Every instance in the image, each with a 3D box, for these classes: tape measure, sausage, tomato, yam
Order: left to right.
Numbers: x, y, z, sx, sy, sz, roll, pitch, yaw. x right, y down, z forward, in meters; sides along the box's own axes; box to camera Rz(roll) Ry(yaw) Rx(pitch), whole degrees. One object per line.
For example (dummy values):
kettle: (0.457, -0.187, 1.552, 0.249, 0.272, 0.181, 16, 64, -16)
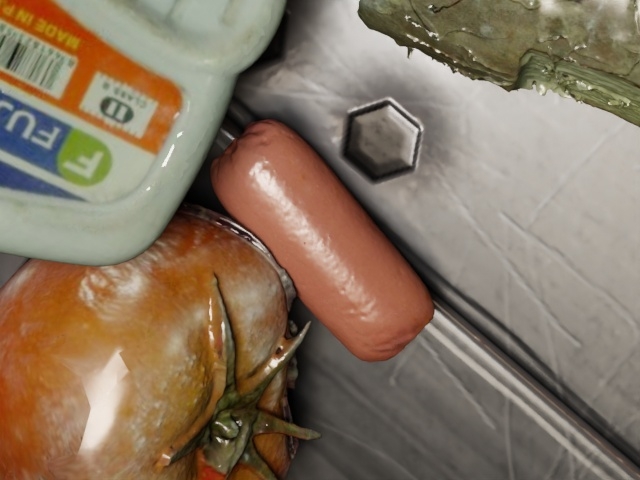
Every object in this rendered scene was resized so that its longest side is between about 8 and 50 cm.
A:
tape measure: (-0.157, -0.120, 0.696, 0.243, 0.125, 0.246, 27, 92, -26)
tomato: (-0.113, 0.101, 0.796, 0.181, 0.155, 0.214, 11, 123, 26)
sausage: (0.000, 0.000, 0.808, 0.062, 0.062, 0.154, -37, 97, 21)
yam: (0.159, -0.121, 0.691, 0.254, 0.154, 0.154, 26, 111, 9)
